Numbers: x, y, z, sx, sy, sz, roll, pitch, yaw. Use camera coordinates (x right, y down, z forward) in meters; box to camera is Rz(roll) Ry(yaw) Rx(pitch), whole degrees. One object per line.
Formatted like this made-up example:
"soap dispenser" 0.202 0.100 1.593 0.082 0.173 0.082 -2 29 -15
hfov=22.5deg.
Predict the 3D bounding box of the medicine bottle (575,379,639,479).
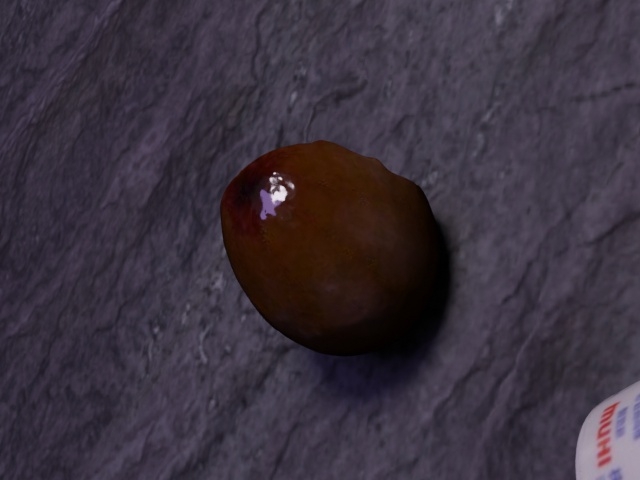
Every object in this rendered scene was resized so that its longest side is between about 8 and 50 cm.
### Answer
"medicine bottle" 0.266 0.049 0.619 0.341 0.130 0.130 -36 51 35

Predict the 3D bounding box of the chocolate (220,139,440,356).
"chocolate" 0.000 0.000 0.939 0.124 0.133 0.127 -60 39 18
